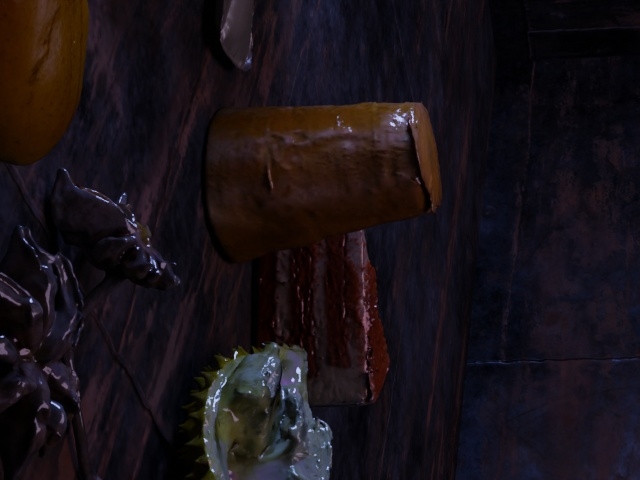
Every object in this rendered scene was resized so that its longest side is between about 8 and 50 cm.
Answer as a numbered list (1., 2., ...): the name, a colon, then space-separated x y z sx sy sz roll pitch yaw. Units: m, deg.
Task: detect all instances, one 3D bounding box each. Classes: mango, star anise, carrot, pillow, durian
1. mango: -0.228 -0.164 0.849 0.187 0.138 0.257 -102 -172 -67
2. star anise: -0.224 0.096 0.970 0.195 0.065 0.182 73 23 -57
3. carrot: 0.008 -0.075 1.496 0.196 0.254 0.195 -5 90 -77
4. pillow: -0.097 -0.322 1.523 0.130 0.038 0.232 55 37 -70
5. durian: -0.068 0.225 1.354 0.172 0.167 0.306 75 10 -48
6. star anise: -0.210 0.078 1.119 0.227 0.218 0.148 -51 -162 -1

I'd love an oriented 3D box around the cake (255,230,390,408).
1. cake: 0.006 0.090 1.659 0.159 0.158 0.262 32 57 -77
